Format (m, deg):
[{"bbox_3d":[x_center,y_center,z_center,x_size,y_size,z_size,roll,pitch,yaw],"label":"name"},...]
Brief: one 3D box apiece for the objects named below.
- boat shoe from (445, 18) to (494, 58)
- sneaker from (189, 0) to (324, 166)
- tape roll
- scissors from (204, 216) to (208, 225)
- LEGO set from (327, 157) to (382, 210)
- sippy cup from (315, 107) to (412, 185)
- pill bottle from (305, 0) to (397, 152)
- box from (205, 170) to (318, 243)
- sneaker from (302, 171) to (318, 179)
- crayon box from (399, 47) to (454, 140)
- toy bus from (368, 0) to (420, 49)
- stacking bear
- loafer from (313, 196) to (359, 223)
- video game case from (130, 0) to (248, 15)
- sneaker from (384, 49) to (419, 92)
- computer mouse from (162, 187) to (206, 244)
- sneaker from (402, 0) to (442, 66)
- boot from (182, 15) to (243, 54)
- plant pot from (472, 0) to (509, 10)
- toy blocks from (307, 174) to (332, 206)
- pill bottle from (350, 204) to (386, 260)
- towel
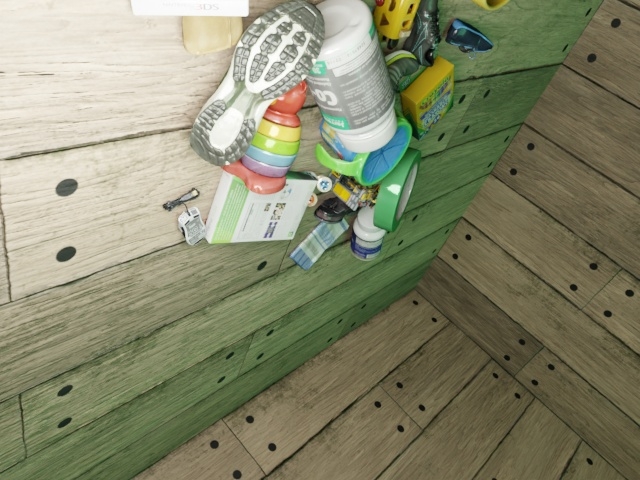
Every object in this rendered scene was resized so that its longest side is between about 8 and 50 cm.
[{"bbox_3d":[0.528,-0.725,1.832,0.258,0.109,0.089,4,135,-41],"label":"boat shoe"},{"bbox_3d":[-0.152,-0.369,1.154,0.158,0.182,0.410,36,109,-23],"label":"sneaker"},{"bbox_3d":[0.288,-0.191,1.899,0.321,0.077,0.321,20,90,-76],"label":"tape roll"},{"bbox_3d":[-0.229,-0.113,1.576,0.297,0.021,0.109,-36,153,-20],"label":"scissors"},{"bbox_3d":[0.186,-0.237,1.879,0.255,0.192,0.331,-55,156,20],"label":"LEGO set"},{"bbox_3d":[0.126,-0.327,1.586,0.240,0.224,0.305,-56,156,20],"label":"sippy cup"},{"bbox_3d":[0.077,-0.405,1.302,0.204,0.204,0.361,-44,142,-8],"label":"pill bottle"},{"bbox_3d":[-0.178,-0.104,1.539,0.322,0.058,0.232,-4,128,-45],"label":"box"},{"bbox_3d":[-0.090,-0.148,1.716,0.212,0.080,0.094,-43,170,6],"label":"sneaker"},{"bbox_3d":[0.403,-0.540,1.907,0.203,0.083,0.323,-46,157,-3],"label":"crayon box"},{"bbox_3d":[0.204,-0.606,1.420,0.191,0.104,0.202,-49,157,5],"label":"toy bus"},{"bbox_3d":[-0.122,-0.289,1.316,0.164,0.175,0.289,-14,133,-49],"label":"stacking bear"},{"bbox_3d":[0.073,-0.141,1.967,0.302,0.109,0.095,-24,142,-58],"label":"loafer"},{"bbox_3d":[-0.223,-0.484,0.842,0.206,0.026,0.227,-5,143,-12],"label":"video game case"},{"bbox_3d":[0.201,-0.490,1.553,0.300,0.121,0.111,-27,174,-33],"label":"sneaker"},{"bbox_3d":[-0.367,-0.060,1.400,0.106,0.042,0.193,-40,151,-28],"label":"computer mouse"},{"bbox_3d":[0.335,-0.661,1.563,0.101,0.106,0.267,-35,153,-24],"label":"sneaker"},{"bbox_3d":[-0.165,-0.511,0.963,0.236,0.089,0.270,-22,148,-21],"label":"boot"},{"bbox_3d":[0.425,-0.784,1.343,0.254,0.239,0.254,-37,155,-21],"label":"plant pot"},{"bbox_3d":[-0.013,-0.166,1.734,0.123,0.054,0.148,-50,-169,5],"label":"toy blocks"},{"bbox_3d":[0.221,-0.034,2.322,0.153,0.153,0.265,-37,155,-23],"label":"pill bottle"},{"bbox_3d":[0.000,0.000,2.148,0.285,0.034,0.209,-45,157,-4],"label":"towel"}]
